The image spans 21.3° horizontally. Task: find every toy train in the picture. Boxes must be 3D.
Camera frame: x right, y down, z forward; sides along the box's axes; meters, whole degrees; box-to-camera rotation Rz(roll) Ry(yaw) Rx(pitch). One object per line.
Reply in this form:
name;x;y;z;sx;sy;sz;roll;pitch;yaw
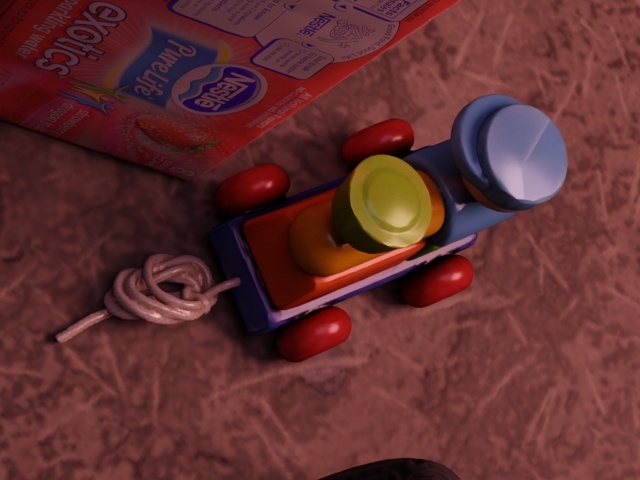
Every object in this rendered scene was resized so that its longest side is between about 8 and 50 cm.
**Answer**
toy train;0.000;0.000;0.861;0.248;0.143;0.105;-21;86;-31

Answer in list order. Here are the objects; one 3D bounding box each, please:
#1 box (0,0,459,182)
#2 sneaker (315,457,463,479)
box;-0.053;-0.149;0.783;0.154;0.300;0.142;19;68;-22
sneaker;-0.013;0.283;0.798;0.147;0.145;0.384;43;61;-35
